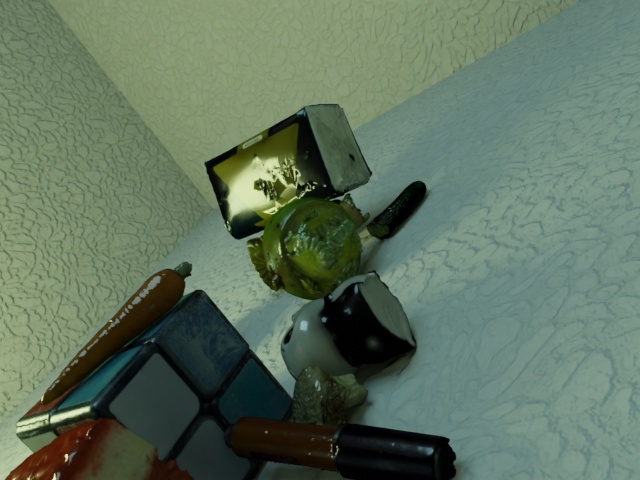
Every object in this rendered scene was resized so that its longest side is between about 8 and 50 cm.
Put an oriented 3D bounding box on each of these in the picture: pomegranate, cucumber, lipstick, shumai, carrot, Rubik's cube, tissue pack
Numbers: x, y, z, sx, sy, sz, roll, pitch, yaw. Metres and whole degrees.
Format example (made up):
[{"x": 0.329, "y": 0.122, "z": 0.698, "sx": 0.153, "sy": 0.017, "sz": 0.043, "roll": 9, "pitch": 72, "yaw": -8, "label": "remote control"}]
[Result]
[{"x": 0.000, "y": 0.000, "z": 1.552, "sx": 0.340, "sy": 0.260, "sz": 0.260, "roll": -40, "pitch": 15, "yaw": -34, "label": "pomegranate"}, {"x": 0.225, "y": -0.093, "z": 1.687, "sx": 0.245, "sy": 0.067, "sz": 0.067, "roll": -44, "pitch": 17, "yaw": -29, "label": "cucumber"}, {"x": 0.006, "y": 0.306, "z": 0.910, "sx": 0.418, "sy": 0.077, "sz": 0.077, "roll": -10, "pitch": 30, "yaw": 41, "label": "lipstick"}, {"x": 0.019, "y": 0.273, "z": 1.031, "sx": 0.116, "sy": 0.146, "sz": 0.145, "roll": 0, "pitch": 0, "yaw": -26, "label": "shumai"}, {"x": -0.345, "y": 0.158, "z": 1.063, "sx": 0.336, "sy": 0.069, "sz": 0.069, "roll": -46, "pitch": 18, "yaw": -15, "label": "carrot"}, {"x": -0.293, "y": 0.325, "z": 1.139, "sx": 0.316, "sy": 0.313, "sz": 0.318, "roll": -23, "pitch": 20, "yaw": 39, "label": "Rubik's cube"}, {"x": -0.096, "y": -0.200, "z": 1.800, "sx": 0.416, "sy": 0.264, "sz": 0.253, "roll": -21, "pitch": 1, "yaw": 32, "label": "tissue pack"}]

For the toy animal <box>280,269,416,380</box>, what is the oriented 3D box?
[{"x": 0.035, "y": 0.175, "z": 1.140, "sx": 0.235, "sy": 0.165, "sz": 0.187, "roll": -30, "pitch": -5, "yaw": 21, "label": "toy animal"}]

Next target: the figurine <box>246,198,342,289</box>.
[{"x": -0.042, "y": 0.006, "z": 1.838, "sx": 0.315, "sy": 0.187, "sz": 0.168, "roll": -26, "pitch": 38, "yaw": 7, "label": "figurine"}]

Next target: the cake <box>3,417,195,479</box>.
[{"x": -0.313, "y": 0.444, "z": 0.834, "sx": 0.270, "sy": 0.319, "sz": 0.269, "roll": -26, "pitch": 20, "yaw": 30, "label": "cake"}]
